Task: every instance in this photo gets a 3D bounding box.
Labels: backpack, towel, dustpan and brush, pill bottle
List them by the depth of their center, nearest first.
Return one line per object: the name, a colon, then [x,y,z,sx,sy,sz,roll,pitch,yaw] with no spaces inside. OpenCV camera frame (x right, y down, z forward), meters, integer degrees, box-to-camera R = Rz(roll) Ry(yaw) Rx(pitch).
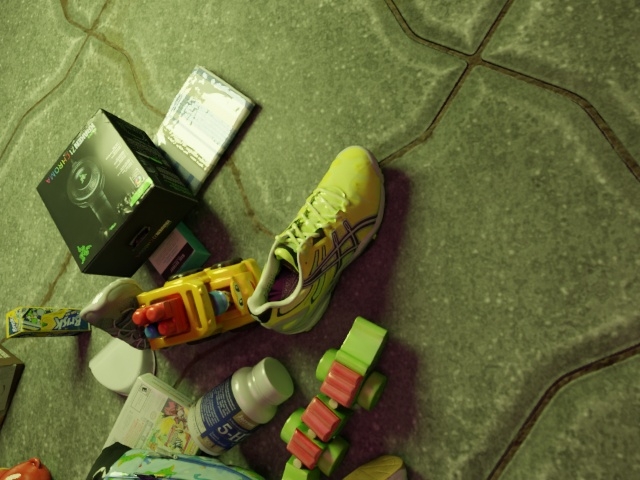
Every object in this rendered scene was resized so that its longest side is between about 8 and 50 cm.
backpack: [-0.240,0.521,0.717,0.355,0.273,0.290,7,74,-6]
pill bottle: [-0.147,0.307,0.790,0.186,0.112,0.112,-39,68,12]
dustpan and brush: [-0.414,0.313,0.939,0.147,0.060,0.211,-43,61,-1]
towel: [-0.297,-0.259,0.999,0.209,0.034,0.285,37,98,22]

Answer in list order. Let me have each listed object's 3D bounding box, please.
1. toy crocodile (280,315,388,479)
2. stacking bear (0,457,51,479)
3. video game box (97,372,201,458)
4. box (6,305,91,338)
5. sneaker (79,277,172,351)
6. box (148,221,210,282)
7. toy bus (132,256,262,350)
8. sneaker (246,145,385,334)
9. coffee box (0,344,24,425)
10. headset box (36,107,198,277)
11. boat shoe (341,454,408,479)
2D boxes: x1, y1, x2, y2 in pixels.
toy crocodile: [0.017,0.295,0.727,0.115,0.105,0.341,29,92,24]
stacking bear: [-0.775,0.612,0.977,0.288,0.164,0.176,-24,71,6]
video game box: [-0.338,0.413,0.869,0.187,0.048,0.205,28,92,14]
box: [-0.634,0.193,0.984,0.054,0.169,0.059,-21,72,19]
sneaker: [-0.360,0.159,0.834,0.115,0.281,0.105,39,77,14]
box: [-0.367,-0.014,0.968,0.244,0.060,0.100,44,98,23]
toy bus: [-0.233,0.125,0.790,0.220,0.211,0.150,-16,88,14]
sneaker: [0.000,0.000,0.765,0.145,0.147,0.385,24,89,26]
coffee box: [-0.902,0.413,1.095,0.141,0.098,0.247,20,89,25]
headset box: [-0.440,-0.090,0.908,0.246,0.131,0.283,-45,67,10]
boat shoe: [0.028,0.442,0.641,0.277,0.098,0.096,-19,86,-20]
